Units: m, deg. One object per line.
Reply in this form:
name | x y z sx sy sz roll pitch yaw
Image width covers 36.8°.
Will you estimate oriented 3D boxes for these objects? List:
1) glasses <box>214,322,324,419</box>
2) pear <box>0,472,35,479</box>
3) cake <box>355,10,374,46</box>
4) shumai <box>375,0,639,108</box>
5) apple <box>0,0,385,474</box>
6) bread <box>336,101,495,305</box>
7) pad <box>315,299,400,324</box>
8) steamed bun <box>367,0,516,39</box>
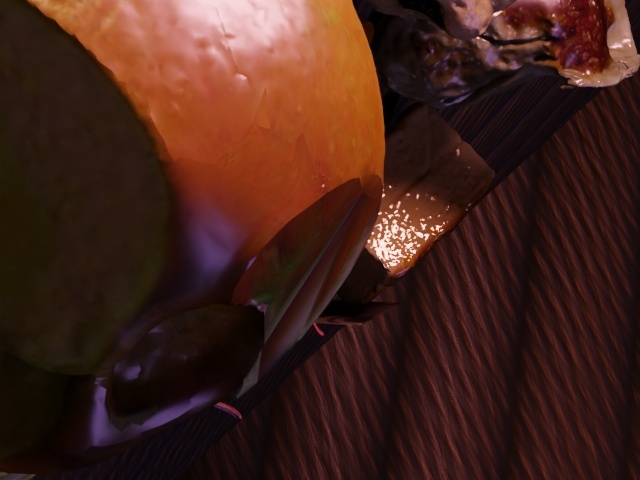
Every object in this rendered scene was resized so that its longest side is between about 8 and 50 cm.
glasses | -0.138 0.096 1.287 0.234 0.268 0.118 -46 -173 -2
pear | -0.315 0.140 1.057 0.286 0.176 0.282 -41 171 6
cake | 0.029 -0.244 1.195 0.084 0.044 0.084 -41 166 -12
shumai | 0.266 -0.269 1.307 0.330 0.288 0.292 -42 169 -20
apple | -0.158 -0.048 0.522 0.384 0.374 0.374 -39 167 -25
bread | 0.116 -0.054 1.663 0.279 0.207 0.279 -43 176 -23
pad | -0.043 0.124 1.736 0.220 0.330 0.004 -16 105 -67
steamed bun | 0.152 -0.310 1.112 0.172 0.155 0.141 -42 169 -7
